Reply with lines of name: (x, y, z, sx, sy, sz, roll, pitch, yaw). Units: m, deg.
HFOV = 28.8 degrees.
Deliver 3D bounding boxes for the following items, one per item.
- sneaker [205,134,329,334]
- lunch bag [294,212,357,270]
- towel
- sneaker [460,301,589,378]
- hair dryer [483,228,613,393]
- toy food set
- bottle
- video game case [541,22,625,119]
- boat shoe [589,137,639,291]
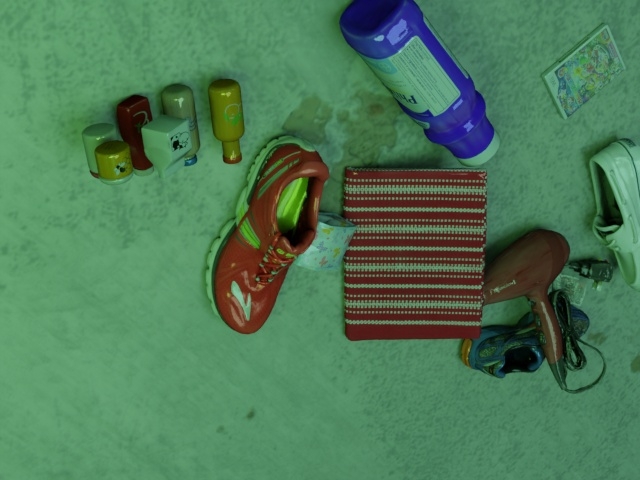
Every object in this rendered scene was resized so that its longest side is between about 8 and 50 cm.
sneaker: (-0.065, 0.004, 1.605, 0.107, 0.118, 0.279, 7, 111, -32)
lunch bag: (0.000, 0.000, 1.674, 0.083, 0.053, 0.071, -5, 121, -58)
towel: (0.131, 0.023, 1.742, 0.198, 0.031, 0.275, -1, 117, 1)
sneaker: (0.330, 0.165, 1.938, 0.221, 0.087, 0.083, -20, 123, -20)
hair dryer: (0.339, 0.095, 1.862, 0.293, 0.080, 0.224, 19, 69, -30)
toy food set: (-0.190, -0.105, 1.471, 0.232, 0.111, 0.105, -42, 136, -46)
bottle: (0.139, -0.205, 1.617, 0.092, 0.118, 0.283, -46, 129, -2)
video game case: (0.381, -0.244, 1.804, 0.122, 0.011, 0.087, -40, 128, -6)
boat shoe: (0.458, -0.029, 1.918, 0.084, 0.095, 0.258, -23, 113, -17)
